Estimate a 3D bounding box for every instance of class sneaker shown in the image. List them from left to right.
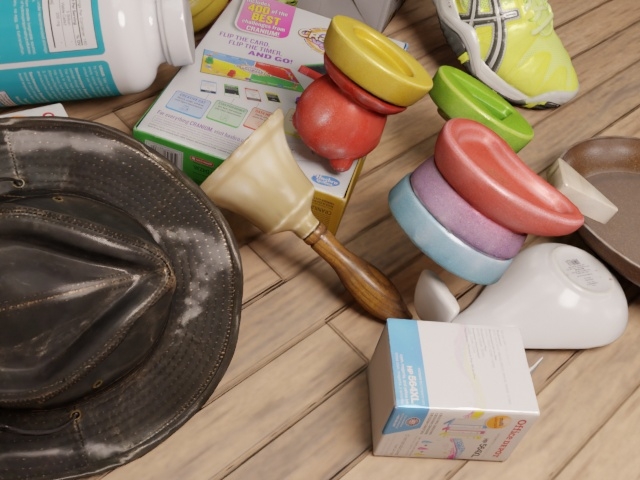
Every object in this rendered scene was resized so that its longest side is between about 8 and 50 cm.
[{"bbox_3d":[0.228,-0.339,1.009,0.384,0.147,0.145,49,47,-10],"label":"sneaker"}]

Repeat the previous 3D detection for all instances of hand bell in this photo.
[{"bbox_3d":[0.000,0.000,0.757,0.242,0.126,0.126,45,50,-9],"label":"hand bell"}]

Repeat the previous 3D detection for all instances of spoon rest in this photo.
[{"bbox_3d":[0.205,0.062,0.788,0.276,0.084,0.137,-3,46,-33],"label":"spoon rest"}]

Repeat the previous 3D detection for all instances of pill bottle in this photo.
[{"bbox_3d":[-0.276,-0.227,0.844,0.264,0.146,0.146,-5,50,-3],"label":"pill bottle"}]

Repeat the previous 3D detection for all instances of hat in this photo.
[{"bbox_3d":[-0.200,0.038,0.575,0.331,0.134,0.331,4,80,-24],"label":"hat"}]

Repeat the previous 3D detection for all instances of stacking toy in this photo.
[{"bbox_3d":[0.131,-0.074,0.799,0.279,0.130,0.309,5,40,-46],"label":"stacking toy"}]

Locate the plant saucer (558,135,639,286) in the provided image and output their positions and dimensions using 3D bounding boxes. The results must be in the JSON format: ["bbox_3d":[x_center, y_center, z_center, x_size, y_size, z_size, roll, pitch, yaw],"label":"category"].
[{"bbox_3d":[0.414,-0.017,0.886,0.311,0.050,0.310,9,38,-7],"label":"plant saucer"}]

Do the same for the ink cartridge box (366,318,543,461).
[{"bbox_3d":[0.122,0.135,0.685,0.143,0.092,0.090,5,49,-7],"label":"ink cartridge box"}]

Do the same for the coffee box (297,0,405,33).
[{"bbox_3d":[0.074,-0.445,1.158,0.168,0.119,0.297,25,49,8],"label":"coffee box"}]

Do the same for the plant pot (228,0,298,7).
[{"bbox_3d":[-0.076,-0.339,1.069,0.079,0.083,0.083,44,53,7],"label":"plant pot"}]

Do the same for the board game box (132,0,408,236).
[{"bbox_3d":[-0.046,-0.168,0.928,0.242,0.064,0.316,20,48,4],"label":"board game box"}]

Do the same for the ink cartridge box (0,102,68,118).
[{"bbox_3d":[-0.297,-0.026,0.706,0.176,0.127,0.128,-19,56,-27],"label":"ink cartridge box"}]

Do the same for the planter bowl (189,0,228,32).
[{"bbox_3d":[-0.184,-0.333,0.999,0.217,0.090,0.217,-11,57,18],"label":"planter bowl"}]
